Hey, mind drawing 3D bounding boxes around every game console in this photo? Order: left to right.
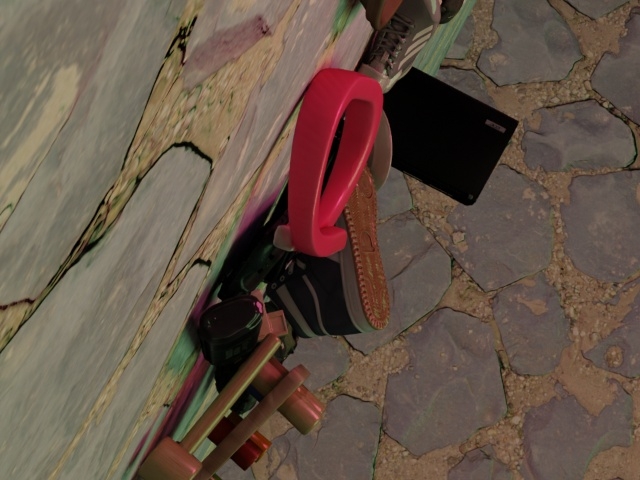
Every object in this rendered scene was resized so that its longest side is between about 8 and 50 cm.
[{"bbox_3d":[-0.044,-0.029,1.600,0.213,0.044,0.361,-65,176,20],"label":"game console"}]

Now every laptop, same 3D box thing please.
[{"bbox_3d":[0.174,-0.169,2.096,0.136,0.234,0.264,-62,176,1],"label":"laptop"}]

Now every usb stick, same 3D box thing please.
[{"bbox_3d":[-0.105,0.107,1.524,0.077,0.045,0.278,-29,172,-9],"label":"usb stick"}]

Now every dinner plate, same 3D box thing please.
[{"bbox_3d":[0.061,-0.136,1.874,0.141,0.017,0.141,12,-76,62],"label":"dinner plate"}]

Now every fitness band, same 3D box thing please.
[{"bbox_3d":[0.011,-0.089,1.473,0.291,0.054,0.209,-17,121,-78],"label":"fitness band"}]

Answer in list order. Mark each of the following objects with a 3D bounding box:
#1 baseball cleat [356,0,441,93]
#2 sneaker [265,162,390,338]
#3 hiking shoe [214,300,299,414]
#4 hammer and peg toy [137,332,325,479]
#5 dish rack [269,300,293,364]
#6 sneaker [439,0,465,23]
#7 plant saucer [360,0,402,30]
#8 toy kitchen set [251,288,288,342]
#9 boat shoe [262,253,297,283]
[{"bbox_3d":[0.099,-0.253,1.712,0.109,0.072,0.206,-53,169,-28],"label":"baseball cleat"},{"bbox_3d":[0.000,0.000,1.817,0.099,0.153,0.282,14,65,-55],"label":"sneaker"},{"bbox_3d":[-0.081,0.174,1.961,0.114,0.086,0.226,-18,146,-38],"label":"hiking shoe"},{"bbox_3d":[-0.106,0.259,1.710,0.266,0.127,0.361,-46,176,-3],"label":"hammer and peg toy"},{"bbox_3d":[-0.062,0.124,2.248,0.208,0.074,0.271,-62,176,-12],"label":"dish rack"},{"bbox_3d":[0.157,-0.350,1.804,0.106,0.078,0.234,-58,172,-18],"label":"sneaker"},{"bbox_3d":[0.107,-0.348,1.349,0.277,0.041,0.278,-62,176,-8],"label":"plant saucer"},{"bbox_3d":[-0.093,0.109,1.773,0.075,0.083,0.068,105,-28,-76],"label":"toy kitchen set"},{"bbox_3d":[-0.048,0.037,1.949,0.183,0.066,0.066,41,60,-84],"label":"boat shoe"}]
